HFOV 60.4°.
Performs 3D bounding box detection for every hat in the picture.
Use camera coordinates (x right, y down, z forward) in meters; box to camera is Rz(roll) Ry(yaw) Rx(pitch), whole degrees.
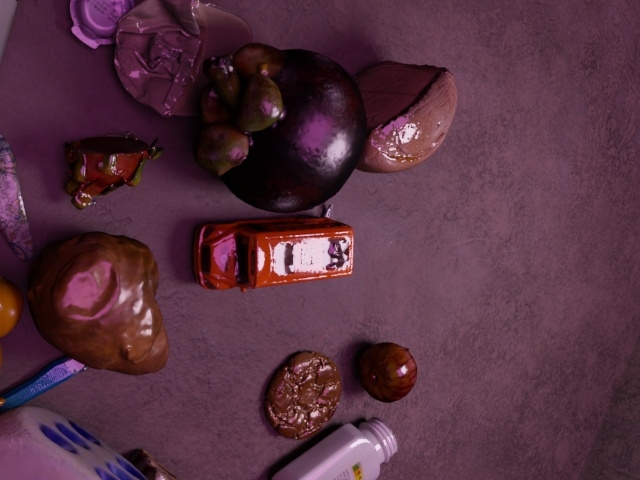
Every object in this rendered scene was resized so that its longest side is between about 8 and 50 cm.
[{"bbox_3d":[-0.254,-0.343,1.029,0.215,0.149,0.244,-69,166,17],"label":"hat"}]

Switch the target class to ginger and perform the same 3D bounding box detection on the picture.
[{"bbox_3d":[-0.381,0.117,0.948,0.222,0.200,0.270,-6,102,-36],"label":"ginger"}]

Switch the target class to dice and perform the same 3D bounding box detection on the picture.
[{"bbox_3d":[-0.454,0.468,0.864,0.304,0.277,0.304,37,72,4],"label":"dice"}]

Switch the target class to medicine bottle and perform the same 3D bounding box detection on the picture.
[{"bbox_3d":[0.043,0.576,1.382,0.324,0.124,0.179,-26,118,-27],"label":"medicine bottle"}]

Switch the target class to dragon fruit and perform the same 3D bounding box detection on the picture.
[{"bbox_3d":[-0.378,-0.134,0.965,0.142,0.138,0.175,37,110,3],"label":"dragon fruit"}]

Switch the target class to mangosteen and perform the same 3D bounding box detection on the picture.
[{"bbox_3d":[-0.070,-0.203,1.032,0.329,0.330,0.331,-7,103,-33],"label":"mangosteen"}]

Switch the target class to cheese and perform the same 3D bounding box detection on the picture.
[{"bbox_3d":[-0.361,-0.421,0.955,0.105,0.042,0.191,38,76,-35],"label":"cheese"}]

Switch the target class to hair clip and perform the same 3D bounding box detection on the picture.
[{"bbox_3d":[-0.523,-0.069,0.914,0.065,0.036,0.229,-18,109,-24],"label":"hair clip"}]

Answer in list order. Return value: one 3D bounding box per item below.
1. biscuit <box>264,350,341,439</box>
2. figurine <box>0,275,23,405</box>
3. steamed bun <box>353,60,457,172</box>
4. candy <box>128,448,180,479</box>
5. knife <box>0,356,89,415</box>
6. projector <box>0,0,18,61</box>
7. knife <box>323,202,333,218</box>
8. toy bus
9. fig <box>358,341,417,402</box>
[{"bbox_3d":[-0.036,0.379,1.337,0.225,0.042,0.226,-8,105,-34],"label":"biscuit"},{"bbox_3d":[-0.560,0.163,0.841,0.215,0.215,0.229,-2,89,-34],"label":"figurine"},{"bbox_3d":[0.160,-0.255,1.238,0.301,0.251,0.199,-44,134,-22],"label":"steamed bun"},{"bbox_3d":[-0.317,0.603,1.130,0.179,0.135,0.321,-44,120,-19],"label":"candy"},{"bbox_3d":[-0.535,0.272,0.981,0.296,0.026,0.044,-29,111,-24],"label":"knife"},{"bbox_3d":[-0.512,-0.370,0.821,0.108,0.108,0.338,16,90,-36],"label":"projector"},{"bbox_3d":[0.000,0.000,1.300,0.022,0.026,0.184,17,92,4],"label":"knife"},{"bbox_3d":[-0.094,0.027,1.161,0.328,0.153,0.143,-4,100,-33],"label":"toy bus"},{"bbox_3d":[0.181,0.344,1.419,0.149,0.148,0.202,-41,139,2],"label":"fig"}]
